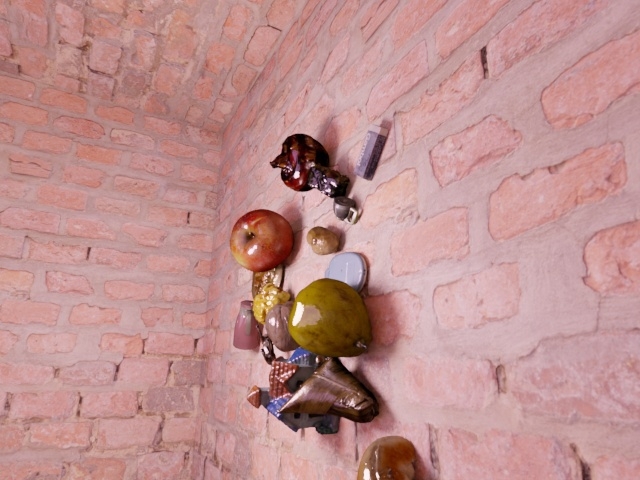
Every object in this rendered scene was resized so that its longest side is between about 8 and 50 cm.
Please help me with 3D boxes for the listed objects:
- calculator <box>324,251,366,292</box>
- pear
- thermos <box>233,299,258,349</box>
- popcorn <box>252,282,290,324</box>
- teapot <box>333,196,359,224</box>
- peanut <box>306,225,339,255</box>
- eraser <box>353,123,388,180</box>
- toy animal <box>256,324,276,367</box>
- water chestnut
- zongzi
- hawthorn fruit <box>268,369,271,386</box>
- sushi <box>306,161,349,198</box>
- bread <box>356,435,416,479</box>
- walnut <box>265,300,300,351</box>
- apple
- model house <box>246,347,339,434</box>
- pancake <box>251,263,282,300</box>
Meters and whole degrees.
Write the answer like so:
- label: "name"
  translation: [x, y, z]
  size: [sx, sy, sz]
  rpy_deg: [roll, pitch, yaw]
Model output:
- label: "calculator"
  translation: [0.093, 0.142, 1.765]
  size: [0.302, 0.042, 0.189]
  rpy_deg: [-16, 67, 57]
- label: "pear"
  translation: [0.046, 0.292, 1.573]
  size: [0.375, 0.287, 0.288]
  rpy_deg: [30, 108, 46]
- label: "thermos"
  translation: [-0.417, 0.478, 2.468]
  size: [0.176, 0.145, 0.266]
  rpy_deg: [-137, 51, -70]
- label: "popcorn"
  translation: [-0.257, 0.319, 2.198]
  size: [0.226, 0.200, 0.203]
  rpy_deg: [-49, -39, -67]
- label: "teapot"
  translation: [0.098, -0.119, 1.799]
  size: [0.124, 0.091, 0.091]
  rpy_deg: [-110, 23, -54]
- label: "peanut"
  translation: [0.000, 0.000, 1.921]
  size: [0.236, 0.110, 0.120]
  rpy_deg: [-158, 71, -64]
- label: "eraser"
  translation: [0.199, -0.351, 1.725]
  size: [0.092, 0.046, 0.213]
  rpy_deg: [46, 121, 58]
- label: "toy animal"
  translation: [-0.253, 0.510, 2.113]
  size: [0.260, 0.087, 0.244]
  rpy_deg: [78, -172, -51]
- label: "water chestnut"
  translation: [-0.112, -0.377, 2.088]
  size: [0.300, 0.299, 0.301]
  rpy_deg: [-30, 55, 56]
- label: "zongzi"
  translation: [0.022, 0.571, 1.493]
  size: [0.285, 0.288, 0.134]
  rpy_deg: [30, 145, 52]
- label: "hawthorn fruit"
  translation: [-0.169, 0.631, 2.011]
  size: [0.203, 0.162, 0.163]
  rpy_deg: [-175, 95, -77]
- label: "sushi"
  translation: [0.042, -0.261, 1.917]
  size: [0.212, 0.147, 0.115]
  rpy_deg: [37, 109, 41]
- label: "bread"
  translation: [0.197, 0.712, 1.206]
  size: [0.171, 0.191, 0.314]
  rpy_deg: [-64, 31, 25]
- label: "walnut"
  translation: [-0.149, 0.393, 1.977]
  size: [0.224, 0.224, 0.225]
  rpy_deg: [-30, 55, 56]
- label: "apple"
  translation: [-0.304, 0.001, 2.270]
  size: [0.348, 0.276, 0.349]
  rpy_deg: [-12, 66, 28]
- label: "model house"
  translation: [-0.110, 0.582, 1.699]
  size: [0.251, 0.328, 0.296]
  rpy_deg: [-173, 91, -66]
- label: "pancake"
  translation: [-0.313, 0.226, 2.471]
  size: [0.386, 0.081, 0.388]
  rpy_deg: [-16, 71, 58]
